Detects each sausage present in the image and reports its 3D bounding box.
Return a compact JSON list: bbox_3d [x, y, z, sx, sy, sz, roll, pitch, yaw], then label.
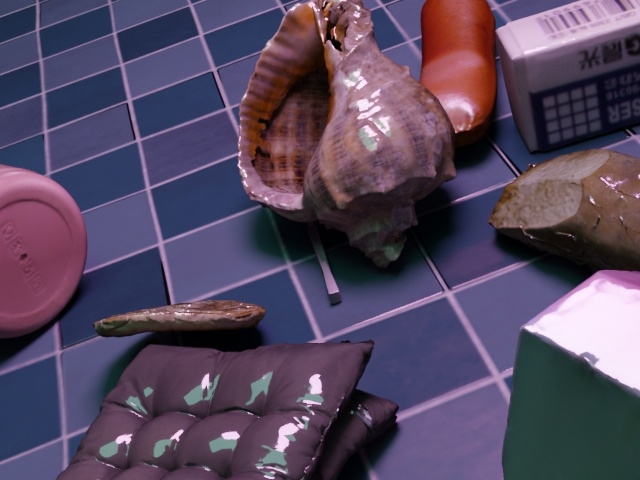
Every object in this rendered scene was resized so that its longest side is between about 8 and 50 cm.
[{"bbox_3d":[0.156,-0.196,1.236,0.089,0.083,0.300,-2,41,10],"label":"sausage"}]

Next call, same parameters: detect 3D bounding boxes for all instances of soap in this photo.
[{"bbox_3d":[0.197,0.149,0.541,0.193,0.324,0.109,-33,39,-18],"label":"soap"}]

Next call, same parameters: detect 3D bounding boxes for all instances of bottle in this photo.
[{"bbox_3d":[-0.410,0.005,1.162,0.297,0.173,0.206,15,81,38],"label":"bottle"}]

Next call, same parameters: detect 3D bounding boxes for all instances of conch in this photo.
[{"bbox_3d":[0.038,-0.105,1.095,0.210,0.159,0.291,-27,57,42],"label":"conch"}]

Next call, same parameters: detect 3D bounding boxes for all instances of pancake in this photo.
[{"bbox_3d":[-0.130,0.073,0.994,0.158,0.028,0.158,-4,-1,0],"label":"pancake"}]

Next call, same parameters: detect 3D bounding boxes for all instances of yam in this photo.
[{"bbox_3d":[0.256,-0.022,0.941,0.106,0.106,0.259,-39,41,-26],"label":"yam"}]

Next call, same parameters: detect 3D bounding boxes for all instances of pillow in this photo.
[{"bbox_3d":[-0.097,0.203,0.805,0.228,0.101,0.326,-2,37,27],"label":"pillow"}]

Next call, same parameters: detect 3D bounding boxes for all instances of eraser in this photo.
[{"bbox_3d":[0.330,-0.194,1.113,0.279,0.124,0.081,-17,36,4],"label":"eraser"}]

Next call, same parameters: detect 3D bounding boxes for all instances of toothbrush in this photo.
[{"bbox_3d":[-0.002,0.001,1.100,0.017,0.014,0.194,-15,35,1],"label":"toothbrush"}]
